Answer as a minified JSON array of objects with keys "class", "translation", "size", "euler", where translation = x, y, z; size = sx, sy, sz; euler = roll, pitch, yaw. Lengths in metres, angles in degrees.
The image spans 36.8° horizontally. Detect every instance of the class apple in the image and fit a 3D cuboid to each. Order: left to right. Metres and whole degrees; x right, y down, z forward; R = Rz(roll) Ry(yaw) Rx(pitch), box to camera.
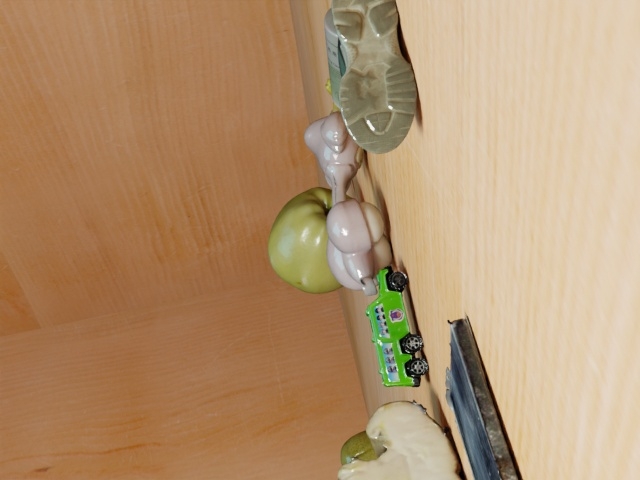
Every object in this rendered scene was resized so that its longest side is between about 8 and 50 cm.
[{"class":"apple","translation":[0.000,0.000,1.711],"size":[0.200,0.200,0.200],"euler":[168,90,-88]}]

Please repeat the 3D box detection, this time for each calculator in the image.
[{"class":"calculator","translation":[0.151,0.210,0.836],"size":[0.161,0.021,0.261],"euler":[81,176,-52]}]

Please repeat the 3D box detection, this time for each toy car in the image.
[{"class":"toy car","translation":[0.096,0.116,1.276],"size":[0.071,0.062,0.165],"euler":[86,173,-81]}]

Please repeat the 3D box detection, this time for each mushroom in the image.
[{"class":"mushroom","translation":[0.111,0.337,1.136],"size":[0.285,0.156,0.151],"euler":[-85,-24,-50]}]

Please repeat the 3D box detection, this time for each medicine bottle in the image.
[{"class":"medicine bottle","translation":[0.034,-0.226,1.084],"size":[0.199,0.058,0.057],"euler":[82,176,-59]}]

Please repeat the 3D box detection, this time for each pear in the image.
[{"class":"pear","translation":[0.110,0.425,1.752],"size":[0.167,0.137,0.167],"euler":[170,90,-85]}]

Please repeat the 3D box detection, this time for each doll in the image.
[{"class":"doll","translation":[0.038,-0.071,1.426],"size":[0.160,0.094,0.365],"euler":[86,173,-56]}]

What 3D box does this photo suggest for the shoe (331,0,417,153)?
[{"class":"shoe","translation":[0.050,-0.157,0.926],"size":[0.099,0.071,0.169],"euler":[73,-171,-77]}]
